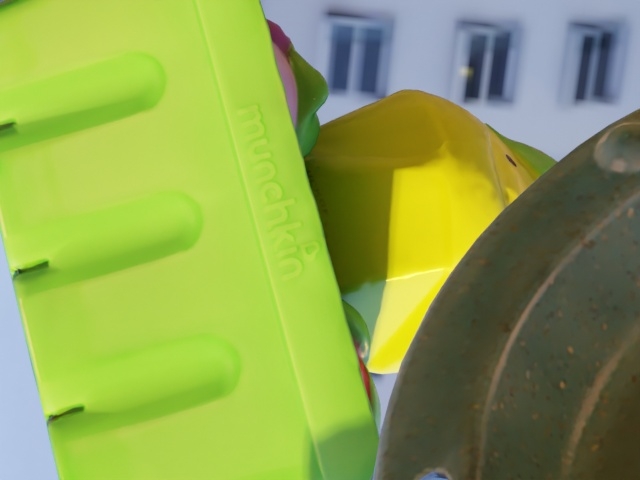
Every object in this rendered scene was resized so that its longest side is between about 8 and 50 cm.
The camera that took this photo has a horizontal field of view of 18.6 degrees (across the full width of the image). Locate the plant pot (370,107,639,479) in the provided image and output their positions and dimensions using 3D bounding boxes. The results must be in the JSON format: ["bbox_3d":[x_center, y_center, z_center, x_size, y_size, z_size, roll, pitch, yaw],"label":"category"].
[{"bbox_3d":[0.118,0.086,0.368,0.293,0.196,0.293,-13,-135,13],"label":"plant pot"}]

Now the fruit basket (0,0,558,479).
[{"bbox_3d":[0.000,0.000,1.139,0.392,0.392,0.283,4,165,-5],"label":"fruit basket"}]
